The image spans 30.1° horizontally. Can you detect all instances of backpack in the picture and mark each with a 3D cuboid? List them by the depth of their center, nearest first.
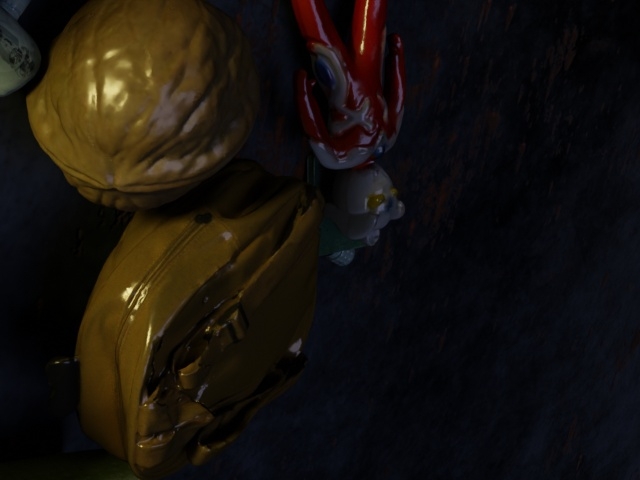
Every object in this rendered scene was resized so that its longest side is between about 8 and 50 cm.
[{"bbox_3d":[-0.139,0.079,1.329,0.378,0.201,0.353,-41,142,-51],"label":"backpack"}]

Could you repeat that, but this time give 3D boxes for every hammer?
[{"bbox_3d":[-0.280,-0.237,1.106,0.193,0.070,0.116,-60,142,-13],"label":"hammer"}]

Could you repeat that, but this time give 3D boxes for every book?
[{"bbox_3d":[0.021,-0.050,1.562,0.103,0.017,0.135,-11,107,-42],"label":"book"}]

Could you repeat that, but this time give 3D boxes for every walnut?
[{"bbox_3d":[-0.172,-0.138,1.156,0.228,0.228,0.228,-27,131,-35],"label":"walnut"}]

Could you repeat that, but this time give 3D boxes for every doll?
[{"bbox_3d":[0.040,-0.171,1.450,0.188,0.099,0.383,-27,122,-36],"label":"doll"}]

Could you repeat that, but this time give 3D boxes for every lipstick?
[{"bbox_3d":[0.000,0.000,1.588,0.116,0.037,0.037,30,90,-48],"label":"lipstick"}]

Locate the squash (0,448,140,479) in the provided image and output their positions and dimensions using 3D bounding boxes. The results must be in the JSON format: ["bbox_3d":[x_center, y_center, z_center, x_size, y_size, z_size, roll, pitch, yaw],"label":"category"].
[{"bbox_3d":[-0.370,0.367,1.230,0.384,0.263,0.263,2,112,-48],"label":"squash"}]
